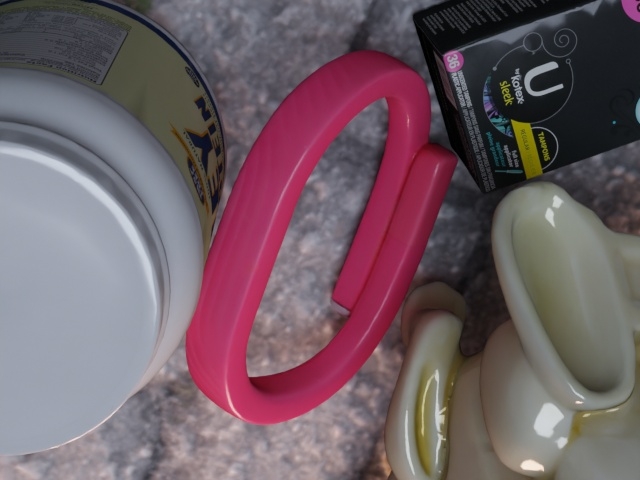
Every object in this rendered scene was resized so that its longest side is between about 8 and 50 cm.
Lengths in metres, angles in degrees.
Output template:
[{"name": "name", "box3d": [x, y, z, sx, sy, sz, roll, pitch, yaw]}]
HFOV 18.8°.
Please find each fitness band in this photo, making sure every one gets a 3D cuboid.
[{"name": "fitness band", "box3d": [0.000, 0.000, 1.414, 0.209, 0.054, 0.291, -7, 123, -51]}]

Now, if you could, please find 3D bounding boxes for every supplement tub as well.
[{"name": "supplement tub", "box3d": [-0.187, -0.019, 1.267, 0.235, 0.325, 0.235, 0, 110, 1]}]

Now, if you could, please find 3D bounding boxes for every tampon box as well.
[{"name": "tampon box", "box3d": [0.167, -0.127, 1.426, 0.161, 0.101, 0.120, -20, 116, -2]}]

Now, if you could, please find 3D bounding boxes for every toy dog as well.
[{"name": "toy dog", "box3d": [0.189, 0.193, 1.436, 0.284, 0.395, 0.408, -5, 156, -30]}]
